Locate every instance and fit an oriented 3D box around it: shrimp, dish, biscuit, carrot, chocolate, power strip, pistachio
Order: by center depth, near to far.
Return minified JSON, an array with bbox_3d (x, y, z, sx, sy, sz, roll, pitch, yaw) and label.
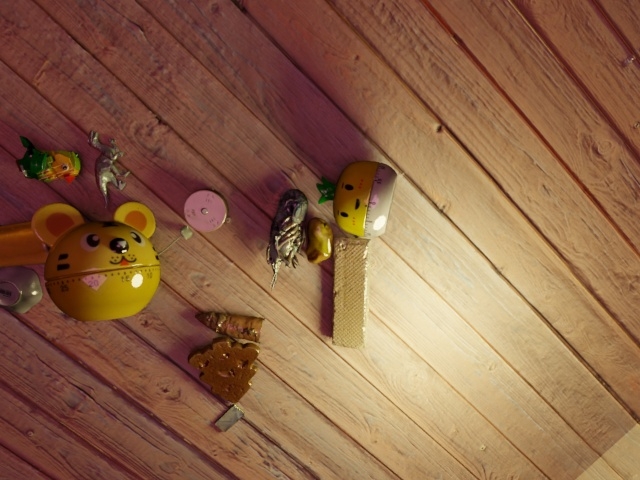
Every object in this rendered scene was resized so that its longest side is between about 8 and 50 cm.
[{"bbox_3d":[-1.088,0.013,1.447,0.446,0.162,0.162,-6,102,0],"label":"chocolate"},{"bbox_3d":[-0.126,-0.002,1.511,0.137,0.172,0.372,4,85,19],"label":"shrimp"},{"bbox_3d":[-1.094,0.178,1.511,0.191,0.066,0.190,-1,101,-6],"label":"dish"},{"bbox_3d":[-0.403,-0.110,1.514,0.154,0.078,0.154,-1,102,-4],"label":"power strip"},{"bbox_3d":[0.001,0.000,1.553,0.100,0.110,0.189,7,119,14],"label":"pistachio"},{"bbox_3d":[0.112,0.195,1.605,0.144,0.078,0.425,5,102,15],"label":"biscuit"},{"bbox_3d":[-0.342,0.311,1.605,0.263,0.102,0.101,14,100,-3],"label":"carrot"},{"bbox_3d":[-0.360,0.499,1.644,0.278,0.043,0.301,-3,112,-1],"label":"biscuit"}]

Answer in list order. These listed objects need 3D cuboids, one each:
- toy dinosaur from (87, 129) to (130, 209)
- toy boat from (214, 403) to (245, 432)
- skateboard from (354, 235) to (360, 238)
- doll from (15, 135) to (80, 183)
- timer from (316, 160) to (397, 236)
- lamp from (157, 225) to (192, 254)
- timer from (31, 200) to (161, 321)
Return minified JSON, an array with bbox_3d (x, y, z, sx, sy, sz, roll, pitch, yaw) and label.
[{"bbox_3d":[-0.743,-0.233,1.470,0.167,0.053,0.242,21,99,-8],"label":"toy dinosaur"},{"bbox_3d":[-0.362,0.709,1.711,0.115,0.016,0.063,-42,102,4],"label":"toy boat"},{"bbox_3d":[0.172,0.002,1.617,0.064,0.032,0.083,-29,100,-10],"label":"skateboard"},{"bbox_3d":[-0.900,-0.261,1.423,0.186,0.106,0.134,10,90,-7],"label":"doll"},{"bbox_3d":[0.112,-0.152,1.474,0.285,0.285,0.285,-1,101,-5],"label":"timer"},{"bbox_3d":[-0.553,0.022,1.555,0.198,0.056,0.050,-34,104,13],"label":"lamp"},{"bbox_3d":[-0.704,0.060,1.391,0.376,0.376,0.386,-7,87,-4],"label":"timer"}]
